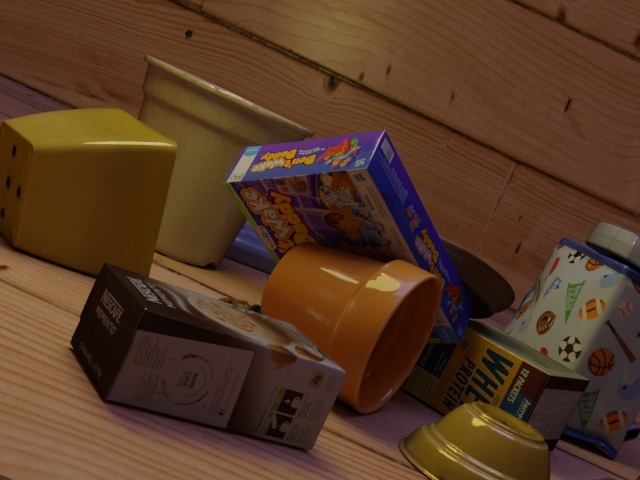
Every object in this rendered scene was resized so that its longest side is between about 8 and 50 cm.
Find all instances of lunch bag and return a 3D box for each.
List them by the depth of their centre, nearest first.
[{"bbox_3d":[0.489,0.180,1.949,0.239,0.327,0.385,29,3,-19],"label":"lunch bag"}]

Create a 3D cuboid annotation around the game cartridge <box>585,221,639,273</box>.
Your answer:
[{"bbox_3d":[0.605,0.036,1.928,0.196,0.060,0.294,29,4,-2],"label":"game cartridge"}]

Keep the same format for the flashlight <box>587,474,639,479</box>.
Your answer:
[{"bbox_3d":[0.404,0.338,1.295,0.103,0.103,0.304,31,7,38],"label":"flashlight"}]

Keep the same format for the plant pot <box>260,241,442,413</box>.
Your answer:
[{"bbox_3d":[0.030,0.098,1.369,0.188,0.205,0.205,28,7,24],"label":"plant pot"}]

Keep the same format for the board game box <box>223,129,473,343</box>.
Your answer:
[{"bbox_3d":[0.048,0.008,1.463,0.233,0.078,0.347,-3,-46,34],"label":"board game box"}]

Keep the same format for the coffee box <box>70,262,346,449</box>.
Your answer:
[{"bbox_3d":[-0.117,0.123,1.068,0.247,0.098,0.141,21,7,-33],"label":"coffee box"}]

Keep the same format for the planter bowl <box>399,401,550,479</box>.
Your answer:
[{"bbox_3d":[0.213,0.260,1.262,0.217,0.090,0.217,24,5,-2],"label":"planter bowl"}]

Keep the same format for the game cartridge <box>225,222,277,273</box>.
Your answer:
[{"bbox_3d":[-0.194,-0.011,2.192,0.198,0.062,0.297,17,9,-27],"label":"game cartridge"}]

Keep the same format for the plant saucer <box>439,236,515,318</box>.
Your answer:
[{"bbox_3d":[0.170,0.052,1.607,0.278,0.041,0.278,24,-16,8],"label":"plant saucer"}]

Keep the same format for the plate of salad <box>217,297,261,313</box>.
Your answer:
[{"bbox_3d":[-0.104,0.115,1.449,0.200,0.048,0.200,25,6,-3],"label":"plate of salad"}]

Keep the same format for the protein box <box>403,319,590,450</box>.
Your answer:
[{"bbox_3d":[0.280,0.227,1.607,0.200,0.136,0.201,29,7,32],"label":"protein box"}]

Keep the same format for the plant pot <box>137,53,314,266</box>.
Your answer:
[{"bbox_3d":[-0.225,-0.130,1.861,0.334,0.305,0.334,24,6,-3],"label":"plant pot"}]

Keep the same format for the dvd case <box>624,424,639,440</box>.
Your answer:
[{"bbox_3d":[0.546,0.351,2.168,0.253,0.022,0.180,28,6,27],"label":"dvd case"}]

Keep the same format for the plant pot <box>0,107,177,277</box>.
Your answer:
[{"bbox_3d":[-0.349,-0.072,1.432,0.187,0.212,0.212,4,18,-37],"label":"plant pot"}]
